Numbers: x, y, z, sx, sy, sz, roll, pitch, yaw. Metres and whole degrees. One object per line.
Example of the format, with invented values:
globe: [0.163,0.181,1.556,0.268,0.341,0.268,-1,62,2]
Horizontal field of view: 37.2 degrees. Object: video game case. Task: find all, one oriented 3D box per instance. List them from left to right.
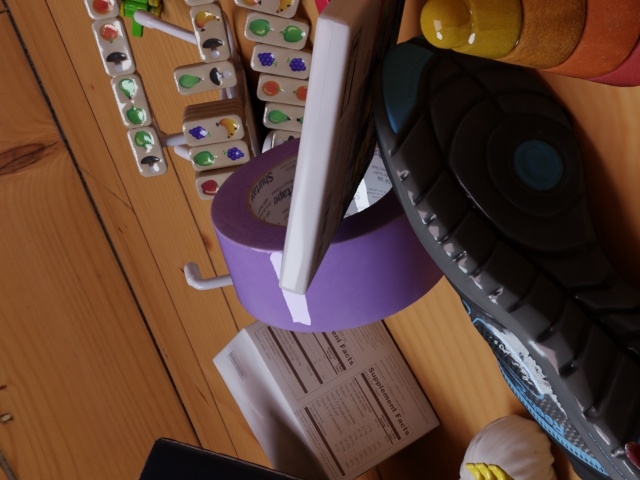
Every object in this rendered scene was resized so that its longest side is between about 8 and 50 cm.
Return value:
video game case: [0.020,-0.093,0.639,0.023,0.183,0.201,17,129,9]

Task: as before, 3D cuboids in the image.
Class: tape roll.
tape roll: [0.011,-0.015,0.779,0.189,0.189,0.080,37,150,51]

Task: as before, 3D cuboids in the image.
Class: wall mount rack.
wall mount rack: [-0.136,-0.121,1.127,0.304,0.130,0.350,-100,0,-51]

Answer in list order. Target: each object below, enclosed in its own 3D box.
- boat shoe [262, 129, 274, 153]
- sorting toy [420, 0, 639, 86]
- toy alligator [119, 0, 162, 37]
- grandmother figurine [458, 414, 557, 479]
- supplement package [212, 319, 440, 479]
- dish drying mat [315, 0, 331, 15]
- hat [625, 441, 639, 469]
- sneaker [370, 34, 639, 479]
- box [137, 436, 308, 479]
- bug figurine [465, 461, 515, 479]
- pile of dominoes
boat shoe: [-0.033,-0.061,1.067,0.040,0.049,0.142,12,135,22]
sorting toy: [0.168,-0.062,0.387,0.365,0.126,0.127,42,144,45]
toy alligator: [-0.227,-0.327,1.197,0.190,0.056,0.051,110,170,-65]
grandmother figurine: [0.206,0.315,0.879,0.208,0.104,0.342,-4,112,40]
supplement package: [-0.005,0.178,1.152,0.204,0.145,0.262,60,160,6]
dish drying mat: [0.013,-0.179,0.830,0.032,0.008,0.083,25,140,62]
hat: [0.253,0.133,0.335,0.208,0.183,0.173,36,151,46]
sneaker: [0.128,0.025,0.627,0.341,0.125,0.139,60,163,9]
box: [-0.076,0.545,1.085,0.297,0.480,0.472,12,155,23]
bug figurine: [0.215,0.266,0.664,0.279,0.072,0.216,41,156,-7]
pile of dominoes: [-0.101,-0.152,0.881,0.040,0.196,0.251,-95,-4,-51]
